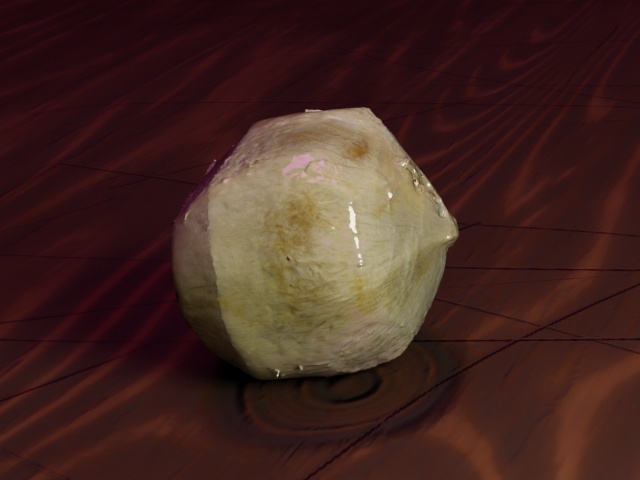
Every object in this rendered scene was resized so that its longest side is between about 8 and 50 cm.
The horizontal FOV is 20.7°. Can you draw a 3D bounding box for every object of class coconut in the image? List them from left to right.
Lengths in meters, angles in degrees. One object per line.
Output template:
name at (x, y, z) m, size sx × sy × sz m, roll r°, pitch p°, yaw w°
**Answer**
coconut at (0.000, 0.001, 1.185) m, size 0.194 × 0.194 × 0.194 m, roll -5°, pitch 19°, yaw 2°
